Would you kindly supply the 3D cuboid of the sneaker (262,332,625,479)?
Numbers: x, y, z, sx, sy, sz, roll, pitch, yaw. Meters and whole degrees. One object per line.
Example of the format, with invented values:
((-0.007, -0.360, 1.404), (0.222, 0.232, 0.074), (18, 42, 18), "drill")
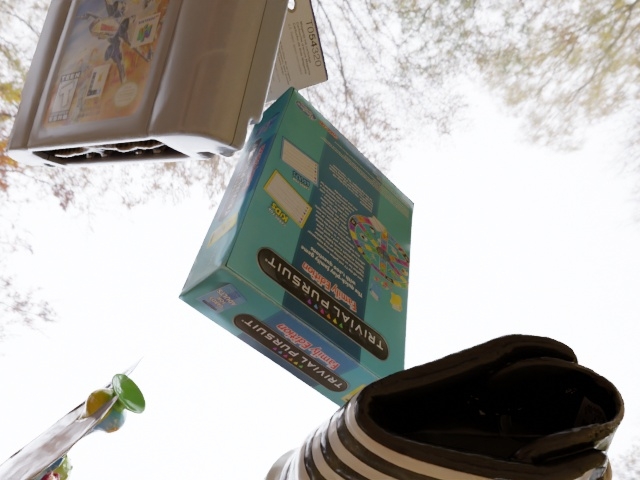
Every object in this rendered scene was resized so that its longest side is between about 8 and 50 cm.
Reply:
((0.196, 0.226, 0.447), (0.448, 0.257, 0.169), (20, -138, -13), "sneaker")

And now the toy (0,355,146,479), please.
((-0.252, 0.214, 0.515), (0.237, 0.137, 0.056), (-42, -80, 5), "toy")

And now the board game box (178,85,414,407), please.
((0.000, 0.000, 0.696), (0.254, 0.079, 0.335), (40, -142, -23), "board game box")

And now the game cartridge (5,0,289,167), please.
((-0.156, -0.162, 0.480), (0.298, 0.062, 0.197), (3, -100, 38), "game cartridge")

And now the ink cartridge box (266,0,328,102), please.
((-0.154, -0.338, 0.787), (0.330, 0.072, 0.323), (-31, -65, -40), "ink cartridge box")
